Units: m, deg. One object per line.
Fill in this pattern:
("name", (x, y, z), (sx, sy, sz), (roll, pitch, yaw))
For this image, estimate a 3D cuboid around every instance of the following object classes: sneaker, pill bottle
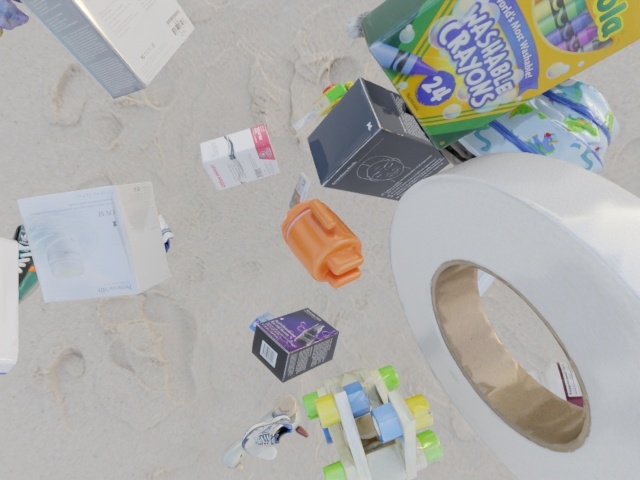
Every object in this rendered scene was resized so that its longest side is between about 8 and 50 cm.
("sneaker", (-0.771, 0.028, 1.056), (0.108, 0.121, 0.301), (16, 54, -3))
("pill bottle", (0.393, 0.224, 0.604), (0.152, 0.086, 0.085), (-13, 89, 24))
("sneaker", (-0.131, 0.487, 1.012), (0.136, 0.058, 0.052), (-20, 119, -25))
("sneaker", (-0.648, 0.015, 1.539), (0.112, 0.296, 0.130), (-36, 87, -40))

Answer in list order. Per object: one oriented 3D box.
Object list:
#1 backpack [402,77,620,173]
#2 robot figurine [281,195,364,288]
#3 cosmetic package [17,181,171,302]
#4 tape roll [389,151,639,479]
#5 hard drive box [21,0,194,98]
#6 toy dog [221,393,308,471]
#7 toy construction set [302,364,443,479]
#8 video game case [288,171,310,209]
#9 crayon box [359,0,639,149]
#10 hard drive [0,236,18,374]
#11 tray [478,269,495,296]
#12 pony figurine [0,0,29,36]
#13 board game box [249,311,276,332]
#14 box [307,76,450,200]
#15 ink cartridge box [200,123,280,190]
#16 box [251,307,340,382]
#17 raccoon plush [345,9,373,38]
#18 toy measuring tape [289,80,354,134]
("backpack", (0.327, -0.205, 0.730), (0.274, 0.355, 0.290), (-34, 131, 29))
("robot figurine", (-0.001, 0.002, 0.855), (0.128, 0.158, 0.219), (-45, 56, 8))
("cosmetic package", (-0.474, 0.002, 0.863), (0.225, 0.138, 0.224), (-7, 101, 10))
("tape roll", (0.206, 0.102, 0.423), (0.072, 0.392, 0.391), (-24, 89, -13))
("hard drive box", (-0.331, -0.373, 0.614), (0.089, 0.232, 0.180), (-2, 52, 30))
("toy dog", (-0.177, 0.723, 1.467), (0.333, 0.220, 0.161), (-48, 59, 2))
("toy construction set", (0.063, 0.293, 0.468), (0.151, 0.215, 0.326), (-2, 96, -12))
("video game case", (-0.091, -0.194, 1.726), (0.022, 0.190, 0.173), (15, 106, -17))
("crayon box", (0.239, -0.273, 0.486), (0.323, 0.203, 0.083), (-28, 46, 26))
("hard drive", (-0.518, 0.041, 0.437), (0.040, 0.319, 0.210), (-41, 55, 17))
("tray", (0.433, 0.090, 1.192), (0.145, 0.030, 0.270), (45, 116, 34))
("pony figurine", (-0.491, -0.435, 0.465), (0.351, 0.363, 0.302), (37, 66, 5))
("board game box", (-0.173, 0.347, 1.519), (0.160, 0.210, 0.047), (40, 90, 6))
("box", (0.209, -0.316, 1.365), (0.396, 0.294, 0.211), (5, 59, -39))
("ink cartridge box", (-0.283, -0.291, 1.433), (0.238, 0.172, 0.100), (-17, 62, -2))
("box", (-0.072, 0.301, 1.192), (0.153, 0.207, 0.108), (30, 118, 37))
("raccoon plush", (0.351, -0.749, 1.462), (0.447, 0.299, 0.215), (-1, 58, 28))
("toy measuring tape", (0.016, -0.551, 1.693), (0.330, 0.121, 0.121), (-33, 89, 29))
